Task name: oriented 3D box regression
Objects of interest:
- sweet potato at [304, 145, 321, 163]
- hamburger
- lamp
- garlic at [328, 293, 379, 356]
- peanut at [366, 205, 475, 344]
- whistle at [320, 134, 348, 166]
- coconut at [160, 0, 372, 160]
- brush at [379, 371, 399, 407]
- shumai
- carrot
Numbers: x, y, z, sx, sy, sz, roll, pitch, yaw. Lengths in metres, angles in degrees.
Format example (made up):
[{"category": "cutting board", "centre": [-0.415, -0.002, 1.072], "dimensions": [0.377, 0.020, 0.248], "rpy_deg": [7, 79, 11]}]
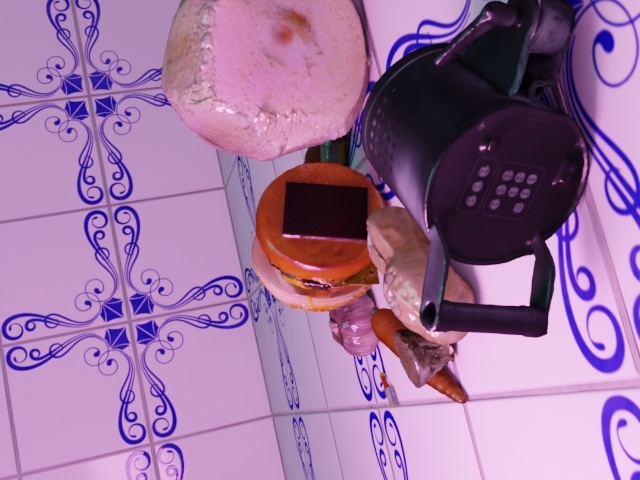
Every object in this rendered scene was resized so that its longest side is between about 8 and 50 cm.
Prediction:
[{"category": "sweet potato", "centre": [-0.014, -0.165, 1.776], "dimensions": [0.051, 0.065, 0.218], "rpy_deg": [-29, 33, 43]}, {"category": "hamburger", "centre": [0.000, 0.000, 1.542], "dimensions": [0.225, 0.291, 0.291], "rpy_deg": [96, 158, -52]}, {"category": "lamp", "centre": [0.171, -0.102, 0.940], "dimensions": [0.272, 0.205, 0.374], "rpy_deg": [-149, 68, -64]}, {"category": "garlic", "centre": [0.070, 0.179, 1.697], "dimensions": [0.147, 0.102, 0.159], "rpy_deg": [160, 99, -73]}, {"category": "peanut", "centre": [0.154, 0.051, 1.269], "dimensions": [0.290, 0.130, 0.130], "rpy_deg": [-113, 20, -47]}, {"category": "whistle", "centre": [0.030, -0.124, 1.730], "dimensions": [0.068, 0.057, 0.326], "rpy_deg": [-118, 22, -56]}, {"category": "coconut", "centre": [-0.121, -0.349, 1.532], "dimensions": [0.404, 0.404, 0.404], "rpy_deg": [170, 90, -75]}, {"category": "brush", "centre": [0.147, 0.318, 1.665], "dimensions": [0.021, 0.019, 0.083], "rpy_deg": [116, 142, -49]}, {"category": "shumai", "centre": [0.181, 0.188, 1.327], "dimensions": [0.124, 0.087, 0.099], "rpy_deg": [-138, 28, -74]}, {"category": "carrot", "centre": [0.174, 0.209, 1.432], "dimensions": [0.336, 0.069, 0.069], "rpy_deg": [-134, 36, -55]}]
